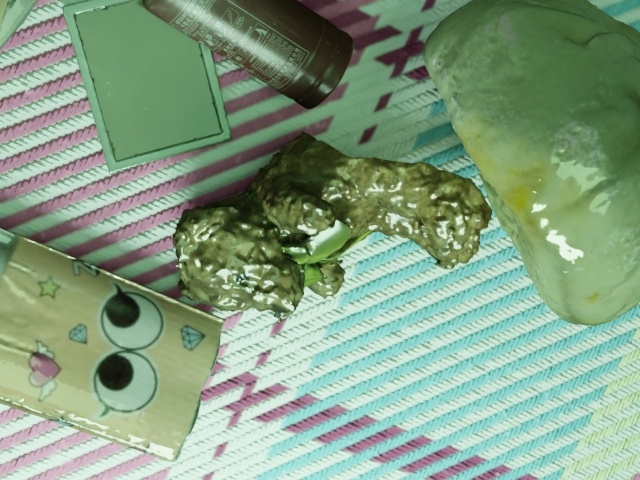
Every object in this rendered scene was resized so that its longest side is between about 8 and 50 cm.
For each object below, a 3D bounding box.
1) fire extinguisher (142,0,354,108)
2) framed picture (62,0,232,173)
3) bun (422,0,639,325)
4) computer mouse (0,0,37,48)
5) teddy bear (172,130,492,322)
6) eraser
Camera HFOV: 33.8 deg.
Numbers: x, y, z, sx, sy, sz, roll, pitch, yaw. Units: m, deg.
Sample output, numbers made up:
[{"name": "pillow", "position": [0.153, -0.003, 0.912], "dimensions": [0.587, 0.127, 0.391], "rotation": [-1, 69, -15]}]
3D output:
[{"name": "fire extinguisher", "position": [-0.094, -0.244, 1.085], "dimensions": [0.269, 0.105, 0.105], "rotation": [30, 95, -24]}, {"name": "framed picture", "position": [-0.184, -0.178, 1.135], "dimensions": [0.141, 0.011, 0.183], "rotation": [-17, 107, -11]}, {"name": "bun", "position": [0.268, -0.096, 1.095], "dimensions": [0.219, 0.365, 0.365], "rotation": [-26, 110, 12]}, {"name": "computer mouse", "position": [-0.370, -0.187, 1.011], "dimensions": [0.236, 0.145, 0.082], "rotation": [-35, 116, -6]}, {"name": "teddy bear", "position": [0.008, 0.006, 1.123], "dimensions": [0.296, 0.246, 0.223], "rotation": [24, 78, 9]}, {"name": "eraser", "position": [-0.263, 0.114, 1.134], "dimensions": [0.290, 0.087, 0.171], "rotation": [24, 68, -19]}]
